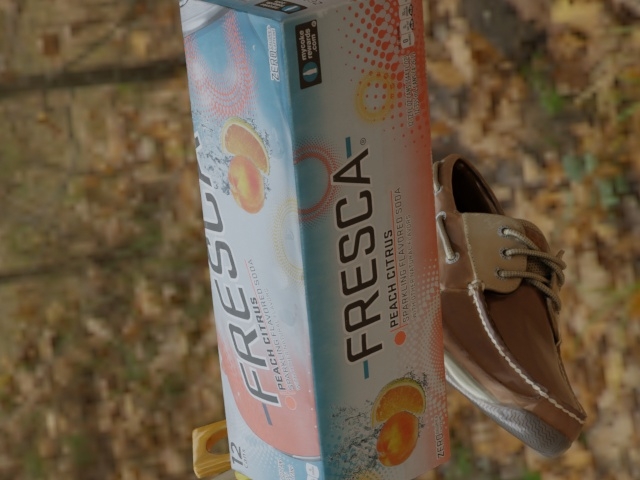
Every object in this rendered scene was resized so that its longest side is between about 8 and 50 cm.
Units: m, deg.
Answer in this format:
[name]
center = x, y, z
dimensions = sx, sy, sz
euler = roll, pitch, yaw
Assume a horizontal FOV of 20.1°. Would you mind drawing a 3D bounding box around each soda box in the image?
[soda box]
center = 0.000, 0.000, 0.624
dimensions = 0.058, 0.063, 0.183
euler = 20, 122, 48

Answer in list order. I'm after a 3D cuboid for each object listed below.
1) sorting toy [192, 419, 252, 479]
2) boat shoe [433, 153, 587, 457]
[sorting toy]
center = -0.066, 0.225, 1.416
dimensions = 0.348, 0.196, 0.047
euler = -125, 13, -61
[boat shoe]
center = 0.120, 0.032, 1.336
dimensions = 0.116, 0.123, 0.324
euler = -46, 36, 11
